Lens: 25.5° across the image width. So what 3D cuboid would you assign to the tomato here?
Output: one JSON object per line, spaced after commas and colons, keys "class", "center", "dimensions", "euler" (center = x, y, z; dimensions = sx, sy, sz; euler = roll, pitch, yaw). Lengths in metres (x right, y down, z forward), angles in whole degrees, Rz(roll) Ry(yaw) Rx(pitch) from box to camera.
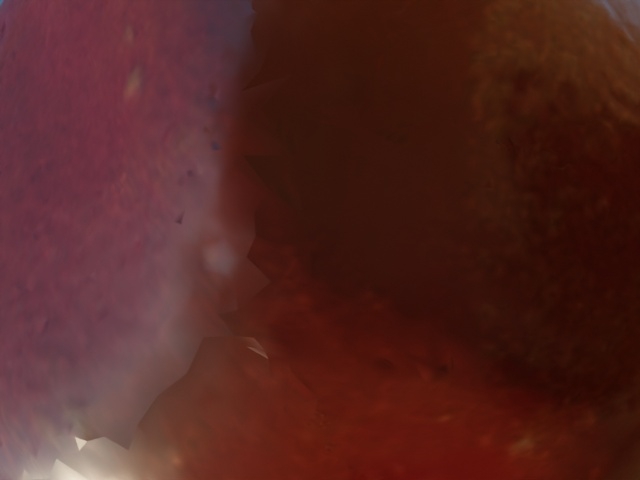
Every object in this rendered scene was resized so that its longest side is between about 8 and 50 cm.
{"class": "tomato", "center": [0.000, 0.000, 0.569], "dimensions": [0.293, 0.290, 0.325], "euler": [31, -59, -29]}
